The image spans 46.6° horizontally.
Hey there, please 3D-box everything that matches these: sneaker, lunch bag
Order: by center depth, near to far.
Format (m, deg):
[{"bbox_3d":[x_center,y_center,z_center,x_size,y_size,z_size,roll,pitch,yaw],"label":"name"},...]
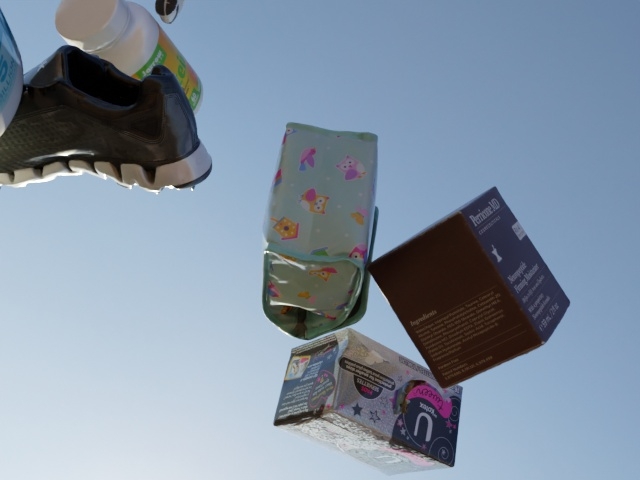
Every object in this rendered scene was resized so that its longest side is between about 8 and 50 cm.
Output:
[{"bbox_3d":[-0.200,-0.096,0.555,0.235,0.078,0.106,3,-54,7],"label":"sneaker"},{"bbox_3d":[0.000,0.000,1.065,0.160,0.223,0.262,8,-32,2],"label":"lunch bag"},{"bbox_3d":[-0.220,-0.377,1.124,0.040,0.109,0.043,23,-13,2],"label":"sneaker"}]

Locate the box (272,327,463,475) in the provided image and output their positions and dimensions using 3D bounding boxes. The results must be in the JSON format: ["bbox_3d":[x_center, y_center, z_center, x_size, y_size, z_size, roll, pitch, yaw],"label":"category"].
[{"bbox_3d":[0.080,0.264,1.175,0.247,0.142,0.163,30,-35,-26],"label":"box"}]

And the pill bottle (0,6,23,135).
[{"bbox_3d":[-0.259,-0.142,0.387,0.146,0.146,0.264,40,-18,5],"label":"pill bottle"}]

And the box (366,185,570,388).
[{"bbox_3d":[0.209,0.063,1.036,0.167,0.168,0.203,-33,-93,33],"label":"box"}]

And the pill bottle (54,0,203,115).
[{"bbox_3d":[-0.290,-0.275,1.136,0.137,0.136,0.245,17,-15,24],"label":"pill bottle"}]
